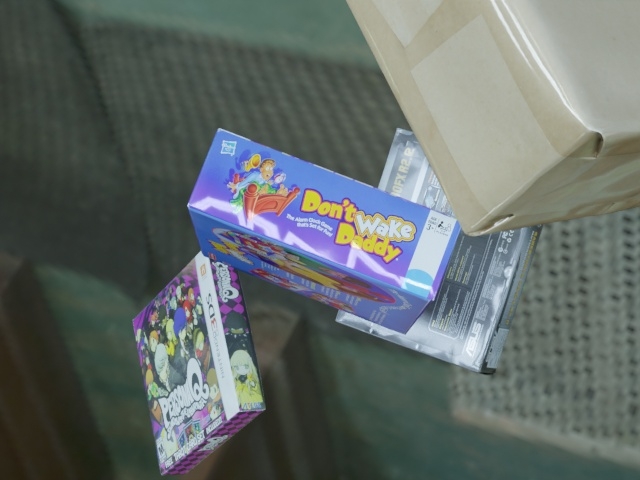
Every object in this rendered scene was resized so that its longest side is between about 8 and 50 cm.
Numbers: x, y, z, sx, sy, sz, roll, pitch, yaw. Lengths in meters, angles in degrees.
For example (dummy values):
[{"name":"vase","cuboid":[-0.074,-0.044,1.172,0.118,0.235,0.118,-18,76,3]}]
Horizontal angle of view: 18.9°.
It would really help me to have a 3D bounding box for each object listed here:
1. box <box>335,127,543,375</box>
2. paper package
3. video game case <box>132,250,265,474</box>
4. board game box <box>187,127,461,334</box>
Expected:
[{"name":"box","cuboid":[0.137,0.011,2.108,0.183,0.231,0.056,18,-178,26]},{"name":"paper package","cuboid":[0.198,-0.194,1.625,0.168,0.309,0.324,-41,68,43]},{"name":"video game case","cuboid":[-0.149,0.146,2.303,0.042,0.210,0.232,1,156,-30]},{"name":"board game box","cuboid":[0.000,0.000,1.852,0.233,0.078,0.347,21,172,1]}]
